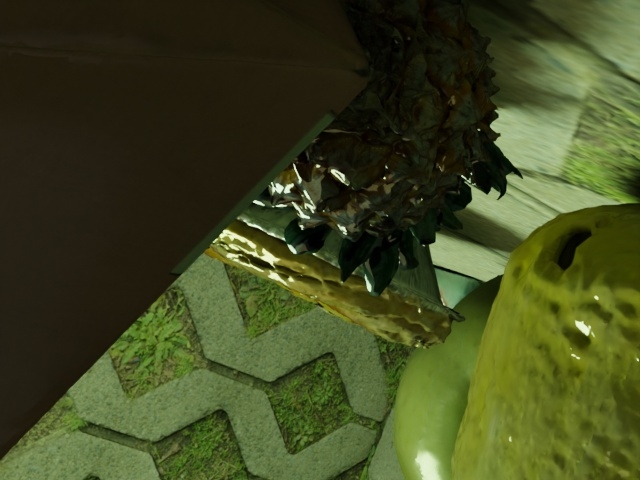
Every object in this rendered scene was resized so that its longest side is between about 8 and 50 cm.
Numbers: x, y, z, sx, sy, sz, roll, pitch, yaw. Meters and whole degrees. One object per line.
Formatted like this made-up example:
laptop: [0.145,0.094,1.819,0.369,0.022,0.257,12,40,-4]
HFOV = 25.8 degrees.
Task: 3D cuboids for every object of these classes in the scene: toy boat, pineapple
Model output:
toy boat: [0.116,0.070,1.417,0.134,0.079,0.208,22,175,-38]
pineapple: [0.014,-0.035,0.482,0.083,0.103,0.221,55,-177,10]

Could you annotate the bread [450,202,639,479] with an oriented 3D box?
bread: [0.158,0.071,0.601,0.197,0.170,0.197,20,-172,-3]

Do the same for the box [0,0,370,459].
box: [-0.129,-0.037,0.340,0.215,0.215,0.086,25,-148,-38]

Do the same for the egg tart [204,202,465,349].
egg tart: [0.000,0.000,0.992,0.234,0.094,0.234,23,178,1]

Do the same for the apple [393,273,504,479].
apple: [0.196,0.154,1.093,0.279,0.279,0.279,22,176,2]
